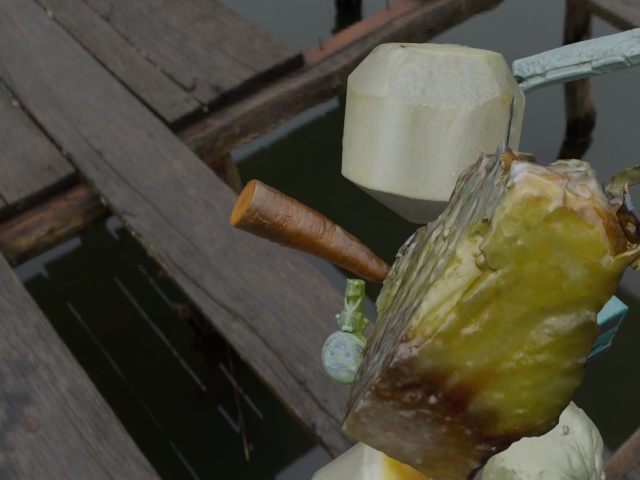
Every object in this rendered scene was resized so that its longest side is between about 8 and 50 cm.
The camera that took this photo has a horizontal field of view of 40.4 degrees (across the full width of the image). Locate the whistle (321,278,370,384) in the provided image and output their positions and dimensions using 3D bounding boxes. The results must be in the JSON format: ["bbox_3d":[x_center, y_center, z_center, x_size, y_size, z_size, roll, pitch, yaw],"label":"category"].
[{"bbox_3d":[0.058,0.170,1.617,0.104,0.057,0.198,6,93,25],"label":"whistle"}]

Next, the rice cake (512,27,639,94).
[{"bbox_3d":[0.476,-0.300,1.400,0.336,0.063,0.066,-11,-2,29],"label":"rice cake"}]

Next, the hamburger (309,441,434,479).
[{"bbox_3d":[0.084,0.303,0.863,0.151,0.295,0.227,-15,78,15],"label":"hamburger"}]

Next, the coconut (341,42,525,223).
[{"bbox_3d":[0.175,-0.170,1.421,0.323,0.323,0.323,-5,47,5],"label":"coconut"}]

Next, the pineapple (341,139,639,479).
[{"bbox_3d":[0.086,0.037,0.465,0.114,0.236,0.186,27,76,7],"label":"pineapple"}]

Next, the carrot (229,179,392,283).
[{"bbox_3d":[0.000,0.000,1.015,0.209,0.061,0.061,26,46,-17],"label":"carrot"}]

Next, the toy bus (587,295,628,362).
[{"bbox_3d":[0.424,0.102,1.612,0.128,0.147,0.256,-21,51,-33],"label":"toy bus"}]

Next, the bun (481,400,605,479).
[{"bbox_3d":[0.279,0.301,1.088,0.145,0.229,0.229,11,50,15],"label":"bun"}]
